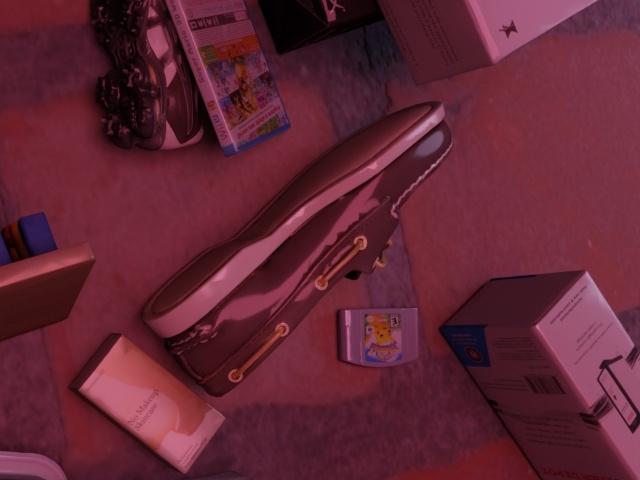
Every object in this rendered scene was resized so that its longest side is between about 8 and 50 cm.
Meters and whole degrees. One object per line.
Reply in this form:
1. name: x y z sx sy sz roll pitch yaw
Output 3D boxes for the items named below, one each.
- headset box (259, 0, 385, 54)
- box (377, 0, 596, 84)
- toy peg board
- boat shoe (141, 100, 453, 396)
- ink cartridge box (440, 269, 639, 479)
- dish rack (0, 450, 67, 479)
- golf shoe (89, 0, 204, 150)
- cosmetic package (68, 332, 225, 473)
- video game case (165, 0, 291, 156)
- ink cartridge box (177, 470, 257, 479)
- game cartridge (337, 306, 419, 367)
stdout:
1. headset box: 0.066 -0.324 0.946 0.293 0.110 0.218 -24 97 -25
2. box: 0.136 -0.252 0.848 0.182 0.119 0.181 -32 103 -24
3. toy peg board: -0.262 0.026 0.738 0.161 0.160 0.079 -19 78 -26
4. boat shoe: 0.000 0.000 0.887 0.324 0.116 0.097 -40 107 -19
5. ink cartridge box: 0.230 0.136 0.964 0.086 0.148 0.203 -41 104 -25
6. dish rack: -0.282 0.279 0.657 0.333 0.072 0.286 22 76 -54
7. golf shoe: -0.138 -0.170 0.866 0.094 0.077 0.198 6 81 -47
8. cosmetic package: -0.142 0.133 0.843 0.115 0.041 0.060 41 70 -17
9. video game case: -0.081 -0.162 0.871 0.166 0.015 0.119 69 25 -8
10. ink cartridge box: -0.100 0.290 0.838 0.104 0.061 0.181 -4 88 -26
11. game cartridge: 0.055 0.091 0.958 0.083 0.017 0.056 0 89 -26
